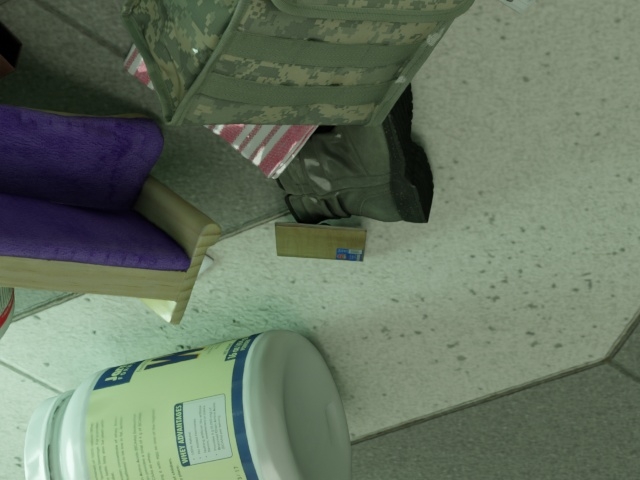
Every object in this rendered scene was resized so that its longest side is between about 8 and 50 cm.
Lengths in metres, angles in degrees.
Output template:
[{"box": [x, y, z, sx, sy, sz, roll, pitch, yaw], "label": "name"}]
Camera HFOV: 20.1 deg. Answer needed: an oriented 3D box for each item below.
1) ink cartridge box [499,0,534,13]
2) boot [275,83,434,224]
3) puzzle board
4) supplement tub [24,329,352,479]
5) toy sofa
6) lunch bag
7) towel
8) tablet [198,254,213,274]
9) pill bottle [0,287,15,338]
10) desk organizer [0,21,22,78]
[{"box": [0.198, -0.266, 1.664, 0.063, 0.029, 0.115, 28, 133, -22], "label": "ink cartridge box"}, {"box": [0.015, -0.101, 1.822, 0.161, 0.083, 0.246, -2, 134, 16], "label": "boot"}, {"box": [0.000, 0.000, 1.932, 0.096, 0.011, 0.128, 4, 166, 1], "label": "puzzle board"}, {"box": [-0.151, 0.245, 2.080, 0.325, 0.235, 0.235, -14, 132, 20], "label": "supplement tub"}, {"box": [-0.278, -0.034, 1.733, 0.362, 0.150, 0.177, 7, 110, -43], "label": "toy sofa"}, {"box": [0.000, -0.237, 1.570, 0.235, 0.169, 0.287, -2, 144, -36], "label": "lunch bag"}, {"box": [-0.088, -0.161, 1.765, 0.197, 0.029, 0.144, 36, 131, -4], "label": "towel"}, {"box": [-0.167, 0.017, 2.011, 0.083, 0.006, 0.054, 33, 130, -24], "label": "tablet"}, {"box": [-0.415, -0.028, 1.871, 0.176, 0.176, 0.318, 5, 136, 1], "label": "pill bottle"}, {"box": [-0.355, -0.211, 1.770, 0.050, 0.047, 0.130, -24, 128, 25], "label": "desk organizer"}]
